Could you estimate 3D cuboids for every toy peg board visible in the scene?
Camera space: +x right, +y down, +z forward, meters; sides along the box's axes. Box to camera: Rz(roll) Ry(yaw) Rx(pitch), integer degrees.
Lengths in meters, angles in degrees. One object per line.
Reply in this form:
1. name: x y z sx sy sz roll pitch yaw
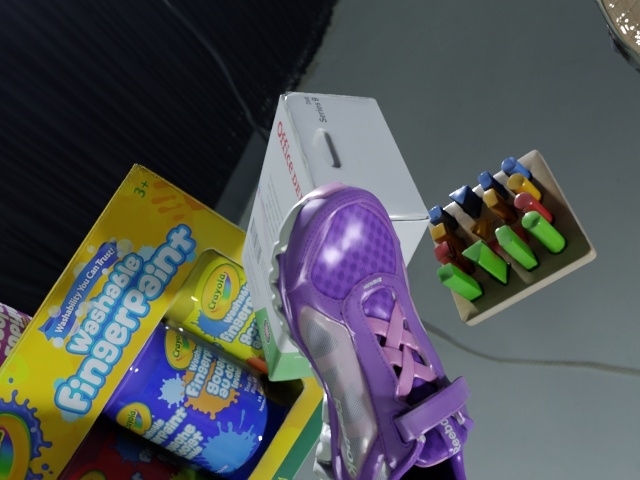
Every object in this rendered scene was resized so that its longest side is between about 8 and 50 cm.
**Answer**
1. toy peg board: 0.191 -0.017 0.746 0.161 0.079 0.161 -35 45 25

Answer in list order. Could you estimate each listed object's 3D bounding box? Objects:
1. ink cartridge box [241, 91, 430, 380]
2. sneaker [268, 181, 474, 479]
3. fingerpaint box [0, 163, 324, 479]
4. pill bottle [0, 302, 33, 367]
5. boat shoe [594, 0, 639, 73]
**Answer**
1. ink cartridge box: 0.000 0.000 0.586 0.093 0.212 0.154 -2 47 -19
2. sneaker: 0.042 0.081 0.396 0.095 0.237 0.104 -19 17 -27
3. fingerpaint box: -0.193 0.187 0.843 0.445 0.371 0.163 -57 14 -3
4. pill bottle: -0.520 0.182 1.034 0.169 0.301 0.169 -14 57 22
5. boat shoe: 0.504 -0.335 1.051 0.103 0.285 0.092 -54 21 1
